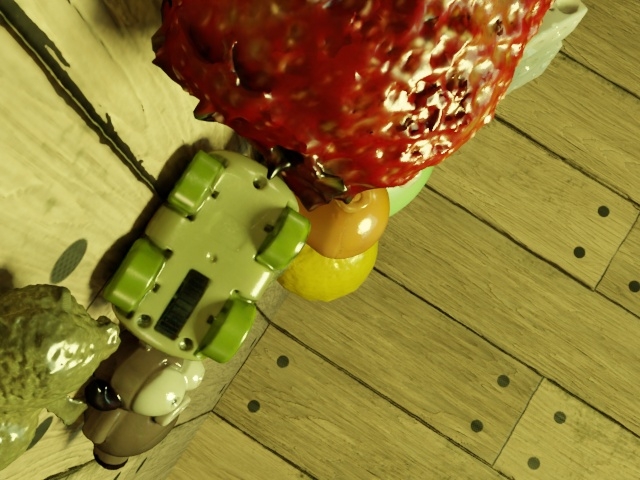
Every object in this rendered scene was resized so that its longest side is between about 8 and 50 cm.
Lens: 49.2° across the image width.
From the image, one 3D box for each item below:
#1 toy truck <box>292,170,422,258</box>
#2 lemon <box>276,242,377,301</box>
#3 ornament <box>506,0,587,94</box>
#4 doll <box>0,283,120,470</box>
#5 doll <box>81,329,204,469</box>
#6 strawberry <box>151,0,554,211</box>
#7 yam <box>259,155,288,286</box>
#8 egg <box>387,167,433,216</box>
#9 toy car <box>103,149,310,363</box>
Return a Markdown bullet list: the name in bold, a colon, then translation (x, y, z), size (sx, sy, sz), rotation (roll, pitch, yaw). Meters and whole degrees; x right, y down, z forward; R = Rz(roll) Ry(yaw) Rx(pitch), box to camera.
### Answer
- **toy truck**: translation (0.056, -0.116, 0.845), size (0.265, 0.239, 0.189), rotation (-22, 175, -9)
- **lemon**: translation (0.000, 0.000, 1.338), size (0.233, 0.234, 0.288), rotation (-56, 167, -10)
- **ornament**: translation (0.359, -0.456, 1.488), size (0.240, 0.239, 0.239), rotation (-31, 166, -16)
- **doll**: translation (-0.265, 0.157, 0.546), size (0.203, 0.091, 0.285), rotation (-10, 131, -36)
- **doll**: translation (-0.236, 0.199, 0.904), size (0.182, 0.117, 0.257), rotation (-43, 168, -50)
- **strawberry**: translation (0.040, -0.180, 0.480), size (0.288, 0.250, 0.238), rotation (-37, 142, 16)
- **yam**: translation (-0.062, -0.033, 1.068), size (0.133, 0.133, 0.330), rotation (-52, 176, -45)
- **egg**: translation (0.075, -0.146, 1.154), size (0.269, 0.220, 0.220), rotation (-52, 174, -13)
- **toy car**: translation (-0.132, 0.011, 0.792), size (0.235, 0.145, 0.235), rotation (-51, -164, 21)
